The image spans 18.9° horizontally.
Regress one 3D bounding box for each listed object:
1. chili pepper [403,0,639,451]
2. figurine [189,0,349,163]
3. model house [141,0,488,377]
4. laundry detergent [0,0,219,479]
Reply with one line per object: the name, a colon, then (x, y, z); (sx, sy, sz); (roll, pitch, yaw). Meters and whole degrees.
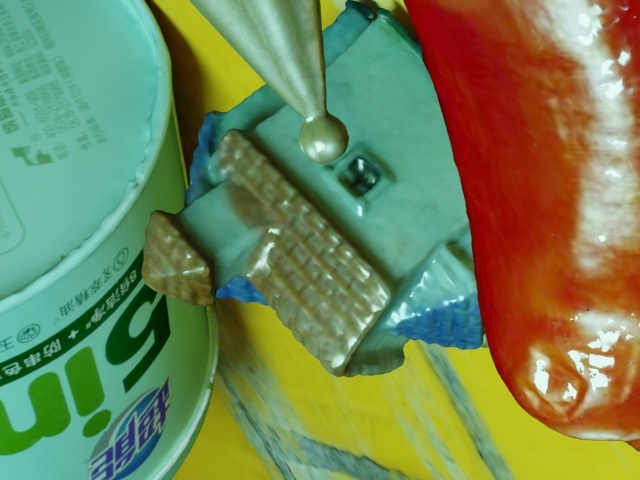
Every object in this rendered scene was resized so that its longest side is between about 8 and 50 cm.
chili pepper: (0.105, -0.009, 0.554); (0.134, 0.131, 0.338); (-2, 120, 37)
figurine: (-0.081, -0.200, 0.621); (0.207, 0.166, 0.387); (-128, 14, -63)
model house: (0.000, 0.000, 0.780); (0.148, 0.149, 0.119); (49, 160, 22)
laundry detergent: (-0.206, 0.020, 1.077); (0.287, 0.287, 0.305); (43, 157, 29)
